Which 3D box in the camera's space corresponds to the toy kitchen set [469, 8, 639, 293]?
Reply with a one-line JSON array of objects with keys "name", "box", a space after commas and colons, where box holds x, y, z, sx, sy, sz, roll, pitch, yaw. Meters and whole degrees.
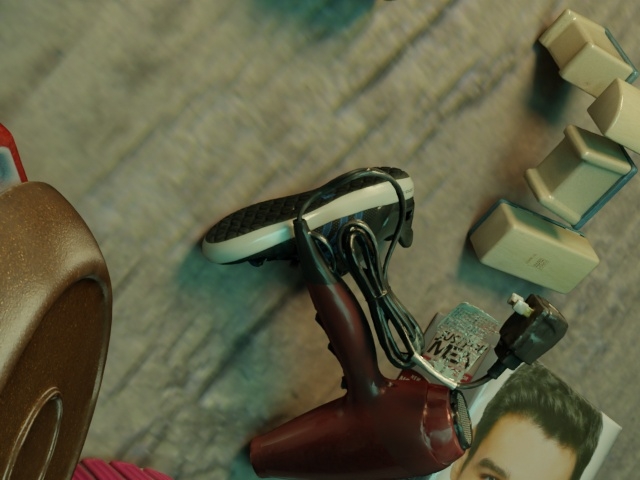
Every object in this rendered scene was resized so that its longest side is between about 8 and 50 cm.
[{"name": "toy kitchen set", "box": [0.238, -0.085, 0.978, 0.122, 0.166, 0.207, 20, 125, -31]}]

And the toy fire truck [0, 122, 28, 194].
[{"name": "toy fire truck", "box": [-0.260, 0.072, 0.602, 0.169, 0.302, 0.254, 41, 68, 14]}]

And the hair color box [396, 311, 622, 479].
[{"name": "hair color box", "box": [0.105, 0.278, 0.936, 0.185, 0.113, 0.375, 37, 79, -30]}]

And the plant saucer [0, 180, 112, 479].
[{"name": "plant saucer", "box": [-0.185, 0.120, 0.575, 0.050, 0.310, 0.311, 16, 91, 2]}]

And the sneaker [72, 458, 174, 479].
[{"name": "sneaker", "box": [-0.218, 0.252, 0.757, 0.252, 0.103, 0.111, -18, 112, -20]}]

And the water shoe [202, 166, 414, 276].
[{"name": "water shoe", "box": [0.000, 0.000, 0.845, 0.203, 0.073, 0.080, -19, 111, -26]}]

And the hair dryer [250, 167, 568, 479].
[{"name": "hair dryer", "box": [0.038, 0.098, 0.829, 0.223, 0.080, 0.294, 35, 111, 3]}]
